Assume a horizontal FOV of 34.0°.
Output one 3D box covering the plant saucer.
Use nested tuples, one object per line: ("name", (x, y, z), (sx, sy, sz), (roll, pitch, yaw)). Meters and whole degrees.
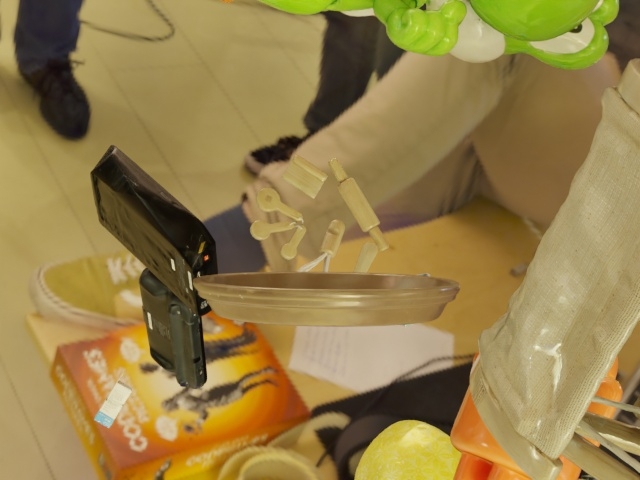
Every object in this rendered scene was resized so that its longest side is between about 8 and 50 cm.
("plant saucer", (0.006, 0.059, 1.093), (0.278, 0.041, 0.278), (2, 1, 0))

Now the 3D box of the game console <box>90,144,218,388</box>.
("game console", (-0.207, 0.059, 1.361), (0.044, 0.361, 0.213), (-33, 57, -28))

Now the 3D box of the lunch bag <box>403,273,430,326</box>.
("lunch bag", (0.158, 0.098, 1.746), (0.083, 0.071, 0.053), (-16, 17, -34))

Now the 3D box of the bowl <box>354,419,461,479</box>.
("bowl", (0.146, 0.475, 1.818), (0.156, 0.289, 0.289), (-20, 56, -38))

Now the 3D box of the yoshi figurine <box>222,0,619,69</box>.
("yoshi figurine", (0.071, -0.236, 0.818), (0.362, 0.203, 0.203), (16, 29, -1))

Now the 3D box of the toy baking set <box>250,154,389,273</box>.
("toy baking set", (0.005, -0.004, 1.565), (0.197, 0.030, 0.256), (-32, 86, -26))

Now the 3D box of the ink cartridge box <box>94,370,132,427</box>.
("ink cartridge box", (-0.316, 0.246, 1.623), (0.028, 0.048, 0.083), (32, 84, -7))

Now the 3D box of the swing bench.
("swing bench", (0.253, 0.053, 0.682), (0.255, 0.253, 0.165), (26, 23, 9))

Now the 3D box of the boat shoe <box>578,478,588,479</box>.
("boat shoe", (0.337, 0.339, 1.116), (0.104, 0.089, 0.285), (-45, 39, -7))

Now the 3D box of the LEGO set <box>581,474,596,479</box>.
("LEGO set", (0.308, 0.404, 1.423), (0.182, 0.060, 0.244), (47, 58, -32))

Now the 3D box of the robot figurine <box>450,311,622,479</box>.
("robot figurine", (0.203, 0.153, 0.998), (0.128, 0.158, 0.219), (23, 80, 8))
